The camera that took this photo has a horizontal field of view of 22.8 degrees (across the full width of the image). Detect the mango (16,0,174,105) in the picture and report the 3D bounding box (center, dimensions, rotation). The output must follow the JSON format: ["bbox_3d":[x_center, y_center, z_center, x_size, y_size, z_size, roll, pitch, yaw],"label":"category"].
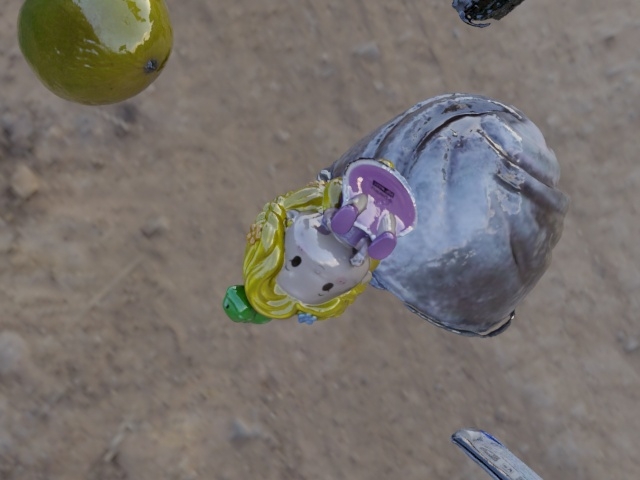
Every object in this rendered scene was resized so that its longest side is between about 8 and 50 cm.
[{"bbox_3d":[-0.229,-0.200,1.580,0.237,0.091,0.137,-5,83,52],"label":"mango"}]

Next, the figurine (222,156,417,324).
[{"bbox_3d":[0.000,0.000,1.130,0.156,0.095,0.115,-46,6,35],"label":"figurine"}]

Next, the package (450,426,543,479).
[{"bbox_3d":[0.186,0.222,1.352,0.171,0.173,0.027,43,94,14],"label":"package"}]

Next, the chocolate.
[{"bbox_3d":[0.178,-0.059,1.911,0.213,0.303,0.303,-50,41,30],"label":"chocolate"}]

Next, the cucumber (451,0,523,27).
[{"bbox_3d":[0.265,-0.348,1.957,0.245,0.067,0.067,-38,38,42],"label":"cucumber"}]
